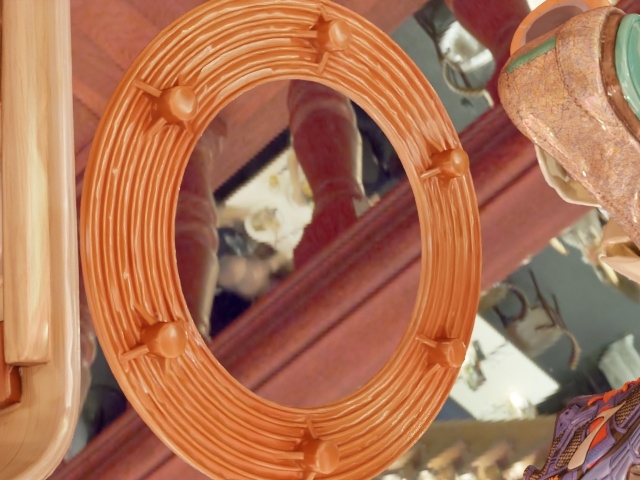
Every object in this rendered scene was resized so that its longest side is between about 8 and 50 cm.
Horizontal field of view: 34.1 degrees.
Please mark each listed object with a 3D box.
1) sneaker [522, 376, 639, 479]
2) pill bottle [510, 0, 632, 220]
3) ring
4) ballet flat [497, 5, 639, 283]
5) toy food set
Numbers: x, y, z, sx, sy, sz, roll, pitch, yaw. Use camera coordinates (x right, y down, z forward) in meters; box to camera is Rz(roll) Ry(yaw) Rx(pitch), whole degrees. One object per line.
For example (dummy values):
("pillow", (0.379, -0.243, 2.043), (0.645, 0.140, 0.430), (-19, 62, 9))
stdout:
("sneaker", (0.191, 0.120, 0.657), (0.083, 0.087, 0.221), (11, 125, -33))
("pill bottle", (0.260, -0.103, 0.892), (0.130, 0.130, 0.246), (-37, 128, 16))
("ring", (0.000, 0.000, 0.686), (0.032, 0.336, 0.336), (-5, 135, 48))
("ballet flat", (0.220, -0.030, 0.687), (0.106, 0.107, 0.316), (-13, 134, 41))
("toy food set", (-0.212, -0.034, 0.432), (0.220, 0.306, 0.092), (-12, 166, 32))
